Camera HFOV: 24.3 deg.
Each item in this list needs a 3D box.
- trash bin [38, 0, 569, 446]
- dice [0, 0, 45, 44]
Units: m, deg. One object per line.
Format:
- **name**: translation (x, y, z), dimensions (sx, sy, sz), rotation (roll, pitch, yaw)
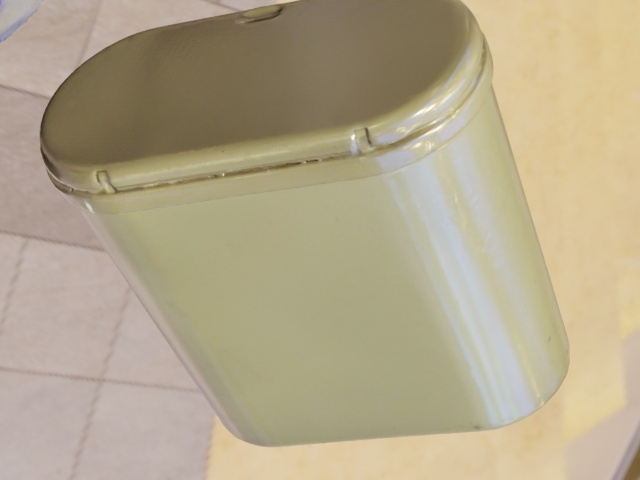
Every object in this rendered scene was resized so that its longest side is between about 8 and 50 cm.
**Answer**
- **trash bin**: translation (0.000, 0.000, 0.824), dimensions (0.121, 0.243, 0.247), rotation (-77, 153, -43)
- **dice**: translation (-0.282, -0.231, 0.960), dimensions (0.194, 0.192, 0.193), rotation (-54, 152, -38)
